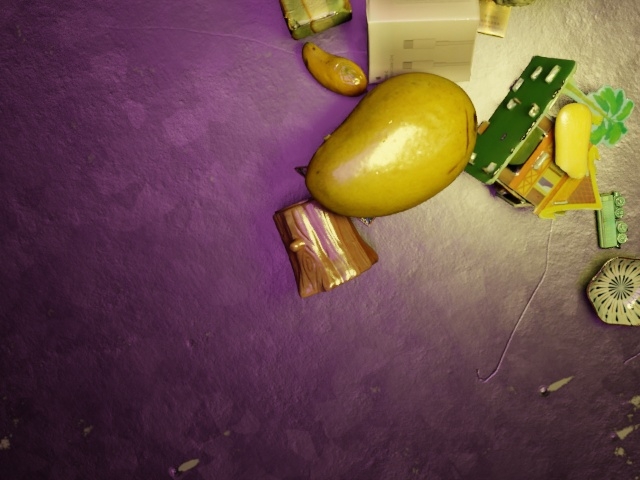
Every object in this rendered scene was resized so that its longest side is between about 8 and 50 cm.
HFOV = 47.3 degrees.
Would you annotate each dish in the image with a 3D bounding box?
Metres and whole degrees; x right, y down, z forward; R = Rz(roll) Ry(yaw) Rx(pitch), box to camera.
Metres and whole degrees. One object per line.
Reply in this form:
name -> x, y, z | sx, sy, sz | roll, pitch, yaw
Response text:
dish -> 0.759, 0.122, 1.842 | 0.190, 0.066, 0.191 | 1, 101, 3

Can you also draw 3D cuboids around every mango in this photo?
mango -> 0.164, -0.211, 1.685 | 0.445, 0.220, 0.301 | -27, 114, -20
mango -> 0.033, -0.408, 1.773 | 0.190, 0.075, 0.098 | 31, 143, 7

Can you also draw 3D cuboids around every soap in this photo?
soap -> 0.552, -0.218, 1.605 | 0.089, 0.033, 0.168 | -5, 111, -10

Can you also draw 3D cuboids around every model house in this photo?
model house -> 0.563, -0.227, 1.747 | 0.313, 0.242, 0.358 | 32, 98, -19

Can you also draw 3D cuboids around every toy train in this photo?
toy train -> 0.727, -0.049, 1.829 | 0.071, 0.038, 0.148 | -8, 100, 7

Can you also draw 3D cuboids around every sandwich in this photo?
sandwich -> -0.029, -0.586, 1.675 | 0.155, 0.227, 0.198 | -19, 98, 5

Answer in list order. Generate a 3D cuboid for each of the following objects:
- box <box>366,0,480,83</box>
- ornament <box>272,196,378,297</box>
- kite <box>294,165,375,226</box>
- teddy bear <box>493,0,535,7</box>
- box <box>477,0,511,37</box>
box -> 0.232, -0.468, 1.690 | 0.251, 0.203, 0.106 | 1, 61, 4
ornament -> 0.000, 0.000, 1.796 | 0.235, 0.221, 0.217 | -24, 94, -22
kite -> 0.100, -0.147, 1.853 | 0.321, 0.016, 0.234 | -9, 101, 5
teddy bear -> 0.491, -0.658, 1.628 | 0.367, 0.224, 0.357 | -23, 54, -18
box -> 0.419, -0.574, 1.760 | 0.089, 0.022, 0.156 | 14, 100, -1
